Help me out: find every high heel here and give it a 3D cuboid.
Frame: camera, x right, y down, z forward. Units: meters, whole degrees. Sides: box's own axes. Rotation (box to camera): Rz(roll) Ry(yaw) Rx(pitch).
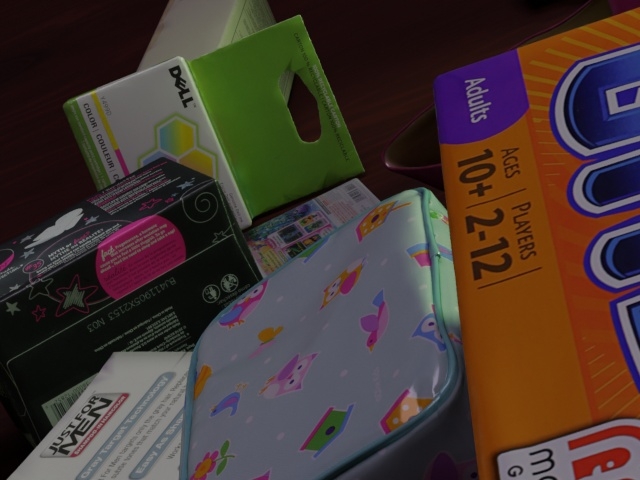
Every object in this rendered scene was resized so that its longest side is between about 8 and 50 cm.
[{"bbox_3d":[0.191,-0.128,1.300,0.181,0.127,0.377,-6,-22,-19],"label":"high heel"}]

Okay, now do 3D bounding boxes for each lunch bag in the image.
[{"bbox_3d":[0.015,0.100,0.930,0.224,0.108,0.279,-38,21,17],"label":"lunch bag"}]

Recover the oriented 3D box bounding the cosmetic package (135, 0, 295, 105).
[{"bbox_3d":[-0.119,-0.183,1.793,0.113,0.160,0.309,-16,26,15],"label":"cosmetic package"}]

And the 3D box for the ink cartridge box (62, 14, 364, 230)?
[{"bbox_3d":[-0.105,-0.103,1.574,0.255,0.189,0.097,-23,5,1],"label":"ink cartridge box"}]

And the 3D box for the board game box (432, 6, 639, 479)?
[{"bbox_3d":[0.281,0.099,0.694,0.356,0.356,0.356,-17,32,12],"label":"board game box"}]

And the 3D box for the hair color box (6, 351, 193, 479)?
[{"bbox_3d":[-0.034,0.177,1.105,0.374,0.113,0.185,-2,33,33],"label":"hair color box"}]

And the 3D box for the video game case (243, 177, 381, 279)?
[{"bbox_3d":[0.000,0.000,1.514,0.143,0.019,0.157,-27,27,-7],"label":"video game case"}]

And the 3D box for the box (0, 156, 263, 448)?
[{"bbox_3d":[-0.190,0.058,1.392,0.247,0.163,0.142,-30,24,-16],"label":"box"}]
